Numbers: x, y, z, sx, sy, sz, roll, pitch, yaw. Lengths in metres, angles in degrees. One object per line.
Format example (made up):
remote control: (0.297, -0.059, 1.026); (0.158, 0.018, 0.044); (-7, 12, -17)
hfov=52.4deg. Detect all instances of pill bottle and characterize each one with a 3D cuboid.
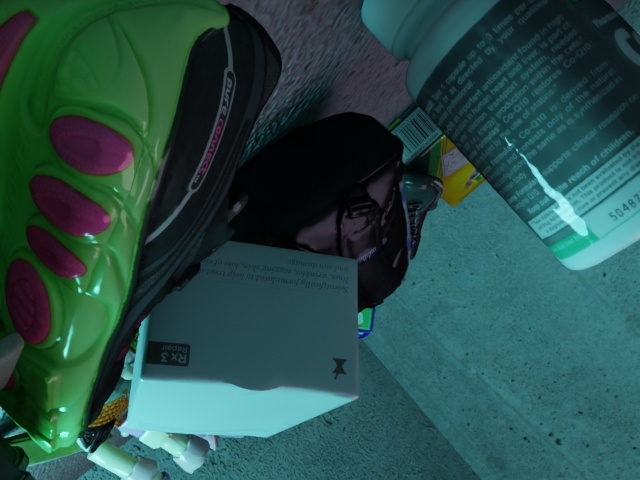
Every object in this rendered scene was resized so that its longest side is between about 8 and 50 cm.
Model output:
pill bottle: (0.221, -0.164, 0.680); (0.204, 0.361, 0.204); (-40, 173, -6)

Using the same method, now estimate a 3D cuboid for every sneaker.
sneaker: (-0.373, 0.255, 1.034); (0.099, 0.121, 0.262); (-61, -178, -9)
sneaker: (0.184, -0.036, 1.331); (0.281, 0.106, 0.162); (60, 41, -78)
sneaker: (-0.161, 0.016, 0.510); (0.202, 0.185, 0.483); (-28, 167, -43)

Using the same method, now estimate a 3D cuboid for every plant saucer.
plant saucer: (-0.470, 0.337, 1.072); (0.241, 0.037, 0.241); (-12, 173, -2)

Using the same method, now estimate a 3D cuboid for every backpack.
backpack: (0.000, 0.000, 0.951); (0.290, 0.273, 0.355); (-35, 137, -1)

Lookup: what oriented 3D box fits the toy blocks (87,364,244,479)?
toy blocks: (-0.238, 0.326, 1.279); (0.309, 0.260, 0.288); (-45, -161, 19)

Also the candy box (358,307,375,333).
candy box: (0.072, 0.056, 1.488); (0.268, 0.122, 0.317); (92, 5, -79)

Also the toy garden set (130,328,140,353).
toy garden set: (-0.300, 0.132, 1.018); (0.204, 0.049, 0.244); (-39, 173, -26)

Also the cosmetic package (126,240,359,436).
cosmetic package: (-0.114, 0.140, 0.790); (0.217, 0.156, 0.385); (9, 155, -17)

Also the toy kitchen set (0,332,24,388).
toy kitchen set: (-0.271, 0.070, 0.332); (0.122, 0.166, 0.207); (-32, 168, -50)

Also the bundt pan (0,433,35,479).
bundt pan: (-0.366, 0.186, 0.401); (0.331, 0.124, 0.331); (-23, -167, 6)

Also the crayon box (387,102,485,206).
crayon box: (0.342, -0.256, 1.357); (0.363, 0.106, 0.313); (-42, 151, 15)

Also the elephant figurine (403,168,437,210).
elephant figurine: (0.180, -0.099, 1.726); (0.186, 0.169, 0.239); (9, 154, -42)

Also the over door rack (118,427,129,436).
over door rack: (-0.404, 0.362, 1.588); (0.239, 0.108, 0.324); (-37, 172, -18)
